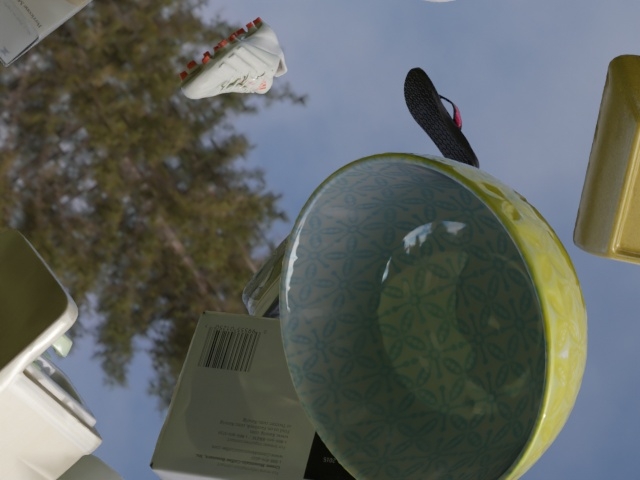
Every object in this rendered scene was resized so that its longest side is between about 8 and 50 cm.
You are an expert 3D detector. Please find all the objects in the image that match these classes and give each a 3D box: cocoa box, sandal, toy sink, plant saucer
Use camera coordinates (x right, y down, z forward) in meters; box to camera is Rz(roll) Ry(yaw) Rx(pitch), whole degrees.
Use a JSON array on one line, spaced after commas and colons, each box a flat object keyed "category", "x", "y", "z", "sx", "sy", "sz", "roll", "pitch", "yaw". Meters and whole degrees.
[{"category": "cocoa box", "x": 0.005, "y": 0.255, "z": 1.658, "sx": 0.347, "sy": 0.228, "sz": 0.231, "roll": 4, "pitch": -119, "yaw": 22}, {"category": "sandal", "x": 0.179, "y": -0.172, "z": 1.867, "sx": 0.040, "sy": 0.179, "sz": 0.067, "roll": -32, "pitch": 180, "yaw": -31}, {"category": "toy sink", "x": -0.280, "y": 0.133, "z": 1.069, "sx": 0.234, "sy": 0.131, "sz": 0.153, "roll": -43, "pitch": -139, "yaw": -6}, {"category": "plant saucer", "x": 0.526, "y": -0.066, "z": 1.742, "sx": 0.332, "sy": 0.333, "sz": 0.081, "roll": 11, "pitch": -141, "yaw": 10}]

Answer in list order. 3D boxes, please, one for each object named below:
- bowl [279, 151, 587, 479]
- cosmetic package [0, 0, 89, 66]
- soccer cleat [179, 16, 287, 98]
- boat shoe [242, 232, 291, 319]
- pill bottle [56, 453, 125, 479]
[{"category": "bowl", "x": 0.118, "y": 0.064, "z": 1.063, "sx": 0.156, "sy": 0.289, "sz": 0.289, "roll": -10, "pitch": -164, "yaw": -42}, {"category": "cosmetic package", "x": -0.413, "y": -0.420, "z": 1.974, "sx": 0.113, "sy": 0.160, "sz": 0.309, "roll": -25, "pitch": -160, "yaw": 43}, {"category": "soccer cleat", "x": -0.090, "y": -0.192, "z": 1.448, "sx": 0.068, "sy": 0.076, "sz": 0.196, "roll": -27, "pitch": -169, "yaw": 32}, {"category": "boat shoe", "x": 0.001, "y": 0.002, "z": 1.825, "sx": 0.320, "sy": 0.118, "sz": 0.103, "roll": -53, "pitch": -135, "yaw": 20}, {"category": "pill bottle", "x": -0.332, "y": 0.354, "z": 1.206, "sx": 0.204, "sy": 0.204, "sz": 0.361, "roll": -2, "pitch": -158, "yaw": 36}]
